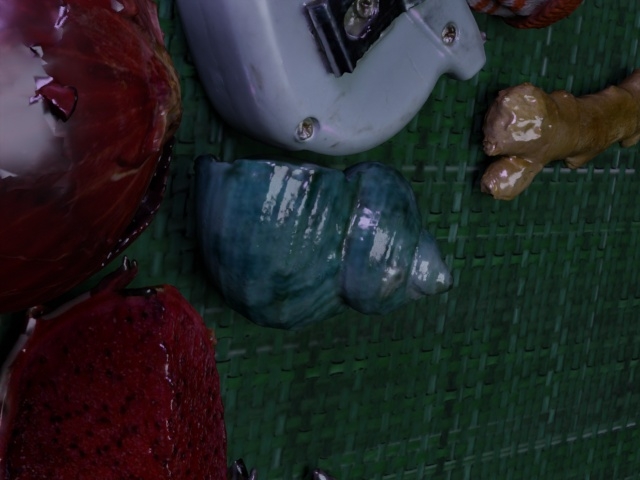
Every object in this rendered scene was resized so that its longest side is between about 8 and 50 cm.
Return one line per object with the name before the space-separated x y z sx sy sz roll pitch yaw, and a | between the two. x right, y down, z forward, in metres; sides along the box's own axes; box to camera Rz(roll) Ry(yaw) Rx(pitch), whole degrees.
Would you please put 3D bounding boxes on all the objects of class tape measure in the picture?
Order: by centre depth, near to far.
tape measure | 0.014 -0.186 1.007 0.246 0.125 0.243 -48 130 -24

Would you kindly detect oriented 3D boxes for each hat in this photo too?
hat | 0.157 -0.245 1.160 0.162 0.112 0.094 -6 78 -32

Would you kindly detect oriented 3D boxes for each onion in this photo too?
onion | -0.205 -0.092 0.750 0.276 0.276 0.276 -14 112 -41

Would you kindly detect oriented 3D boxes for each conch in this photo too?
conch | 0.003 0.002 1.020 0.202 0.196 0.134 -4 82 -4

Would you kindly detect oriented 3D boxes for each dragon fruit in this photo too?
dragon fruit | -0.162 0.144 0.949 0.126 0.161 0.274 -19 106 -76

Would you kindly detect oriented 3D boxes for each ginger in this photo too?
ginger | 0.271 -0.126 1.313 0.299 0.065 0.118 -20 128 -38

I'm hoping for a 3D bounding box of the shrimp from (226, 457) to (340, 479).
shrimp | -0.024 0.322 1.157 0.247 0.085 0.360 -44 132 -38
